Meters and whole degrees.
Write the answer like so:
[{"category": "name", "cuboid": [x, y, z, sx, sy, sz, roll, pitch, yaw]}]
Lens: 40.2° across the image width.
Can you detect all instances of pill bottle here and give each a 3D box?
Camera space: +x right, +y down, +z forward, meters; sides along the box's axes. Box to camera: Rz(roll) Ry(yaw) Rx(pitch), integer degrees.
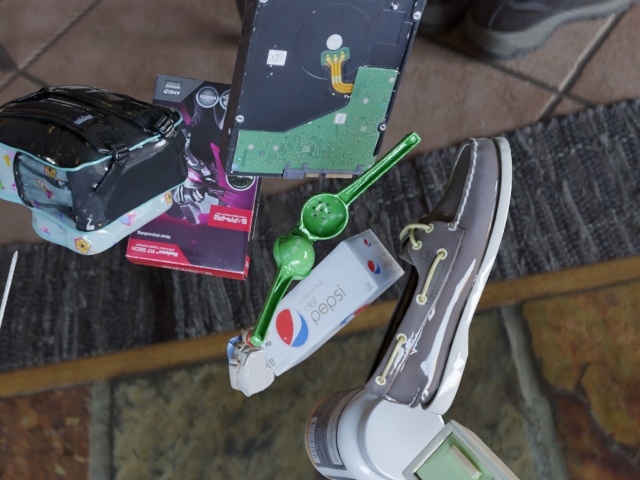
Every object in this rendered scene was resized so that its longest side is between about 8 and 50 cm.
[{"category": "pill bottle", "cuboid": [0.085, 0.317, 1.413, 0.162, 0.278, 0.162, 4, 77, -18]}]

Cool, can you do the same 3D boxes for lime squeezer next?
[{"category": "lime squeezer", "cuboid": [0.000, 0.000, 0.998, 0.110, 0.059, 0.310, 11, 55, 49]}]

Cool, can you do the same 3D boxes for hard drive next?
[{"category": "hard drive", "cuboid": [-0.001, -0.242, 1.222, 0.237, 0.338, 0.064, 0, 36, -21]}]

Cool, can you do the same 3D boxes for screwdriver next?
[{"category": "screwdriver", "cuboid": [-0.319, 0.089, 0.856, 0.024, 0.025, 0.169, 2, 75, 15]}]

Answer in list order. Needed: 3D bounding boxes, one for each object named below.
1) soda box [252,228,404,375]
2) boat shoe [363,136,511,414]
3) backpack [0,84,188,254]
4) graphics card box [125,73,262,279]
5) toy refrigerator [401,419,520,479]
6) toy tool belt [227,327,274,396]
[{"category": "soda box", "cuboid": [0.002, 0.081, 1.107, 0.074, 0.216, 0.069, 53, 35, 10]}, {"category": "boat shoe", "cuboid": [0.133, 0.033, 0.990, 0.097, 0.116, 0.324, 14, 96, -4]}, {"category": "backpack", "cuboid": [-0.250, -0.083, 0.907, 0.188, 0.144, 0.166, 26, 43, 23]}, {"category": "graphics card box", "cuboid": [-0.229, -0.123, 1.699, 0.233, 0.094, 0.370, 9, 82, 1]}, {"category": "toy refrigerator", "cuboid": [0.231, 0.358, 1.095, 0.102, 0.094, 0.269, -48, 51, 3]}, {"category": "toy tool belt", "cuboid": [-0.084, 0.126, 0.962, 0.052, 0.083, 0.051, -20, 30, -31]}]
